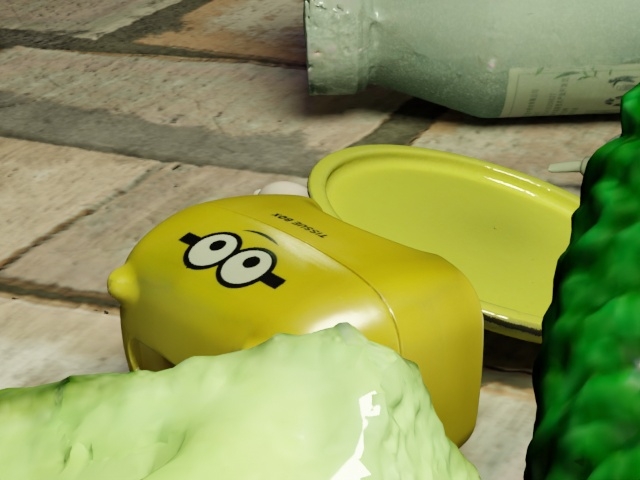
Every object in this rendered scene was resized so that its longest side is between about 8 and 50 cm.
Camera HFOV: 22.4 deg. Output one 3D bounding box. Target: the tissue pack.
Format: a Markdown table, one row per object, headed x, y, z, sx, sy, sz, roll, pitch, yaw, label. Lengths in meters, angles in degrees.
| x | y | z | sx | sy | sz | roll | pitch | yaw | label |
| --- | --- | --- | --- | --- | --- | --- | --- | --- | --- |
| -0.019 | 0.051 | 0.787 | 0.127 | 0.123 | 0.178 | -18 | 29 | -34 | tissue pack |

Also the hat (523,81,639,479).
| x | y | z | sx | sy | sz | roll | pitch | yaw | label |
| --- | --- | --- | --- | --- | --- | --- | --- | --- | --- |
| 0.241 | 0.077 | 0.536 | 0.332 | 0.274 | 0.242 | 29 | -27 | -37 | hat |

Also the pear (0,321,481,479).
| x | y | z | sx | sy | sz | roll | pitch | yaw | label |
| --- | --- | --- | --- | --- | --- | --- | --- | --- | --- |
| -0.029 | 0.197 | 0.344 | 0.176 | 0.286 | 0.281 | -15 | 42 | 23 | pear |

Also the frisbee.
| x | y | z | sx | sy | sz | roll | pitch | yaw | label |
| --- | --- | --- | --- | --- | --- | --- | --- | --- | --- |
| 0.104 | 0.001 | 0.954 | 0.236 | 0.017 | 0.236 | 14 | 24 | -7 | frisbee |

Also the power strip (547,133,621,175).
| x | y | z | sx | sy | sz | roll | pitch | yaw | label |
| --- | --- | --- | --- | --- | --- | --- | --- | --- | --- |
| 0.263 | -0.043 | 1.094 | 0.216 | 0.044 | 0.137 | 2 | 23 | 7 | power strip |

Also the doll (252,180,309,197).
| x | y | z | sx | sy | sz | roll | pitch | yaw | label |
| --- | --- | --- | --- | --- | --- | --- | --- | --- | --- |
| 0.000 | 0.000 | 0.992 | 0.161 | 0.059 | 0.160 | 13 | 27 | 33 | doll |

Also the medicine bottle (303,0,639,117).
| x | y | z | sx | sy | sz | roll | pitch | yaw | label |
| --- | --- | --- | --- | --- | --- | --- | --- | --- | --- |
| 0.128 | -0.217 | 1.258 | 0.290 | 0.245 | 0.245 | -1 | 23 | -1 | medicine bottle |
